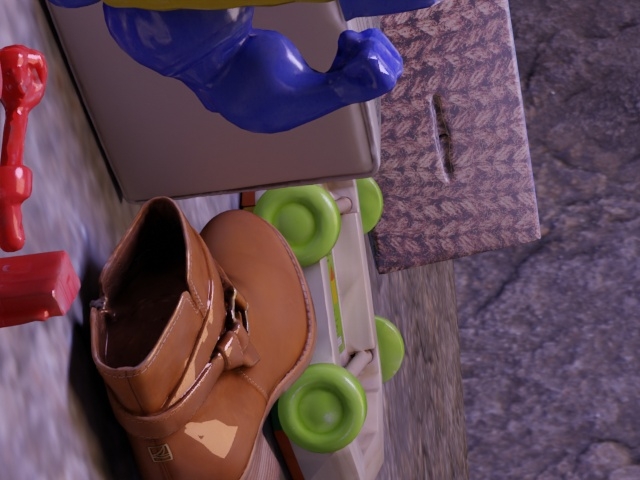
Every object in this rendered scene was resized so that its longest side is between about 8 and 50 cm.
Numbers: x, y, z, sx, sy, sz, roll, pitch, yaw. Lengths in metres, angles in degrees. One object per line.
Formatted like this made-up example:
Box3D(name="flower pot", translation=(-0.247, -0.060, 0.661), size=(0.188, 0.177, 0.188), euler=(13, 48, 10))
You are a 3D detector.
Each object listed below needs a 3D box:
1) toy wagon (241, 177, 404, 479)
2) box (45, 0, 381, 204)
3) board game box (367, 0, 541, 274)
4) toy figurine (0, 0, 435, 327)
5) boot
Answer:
Box3D(name="toy wagon", translation=(0.000, 0.000, 1.078), size=(0.267, 0.068, 0.345), euler=(-26, 108, -81))
Box3D(name="box", translation=(-0.043, -0.152, 0.741), size=(0.232, 0.126, 0.149), euler=(-87, 167, -46))
Box3D(name="board game box", translation=(0.079, -0.154, 1.317), size=(0.291, 0.141, 0.232), euler=(-100, 178, -58))
Box3D(name="toy figurine", translation=(-0.049, -0.151, 0.421), size=(0.191, 0.217, 0.363), euler=(-85, 165, -53))
Box3D(name="boot", translation=(-0.055, 0.027, 0.710), size=(0.152, 0.073, 0.197), euler=(67, 16, -48))
